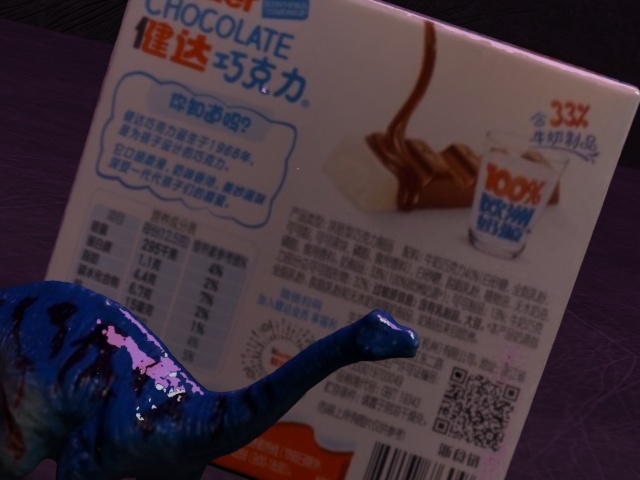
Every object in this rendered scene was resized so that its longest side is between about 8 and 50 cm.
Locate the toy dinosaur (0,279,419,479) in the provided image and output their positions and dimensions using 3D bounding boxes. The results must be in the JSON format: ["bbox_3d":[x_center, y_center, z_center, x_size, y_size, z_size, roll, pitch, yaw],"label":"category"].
[{"bbox_3d":[-0.110,0.079,0.850,0.329,0.144,0.076,10,10,29],"label":"toy dinosaur"}]

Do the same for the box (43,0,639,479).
[{"bbox_3d":[0.000,0.000,1.004,0.273,0.265,0.048,20,11,6],"label":"box"}]
